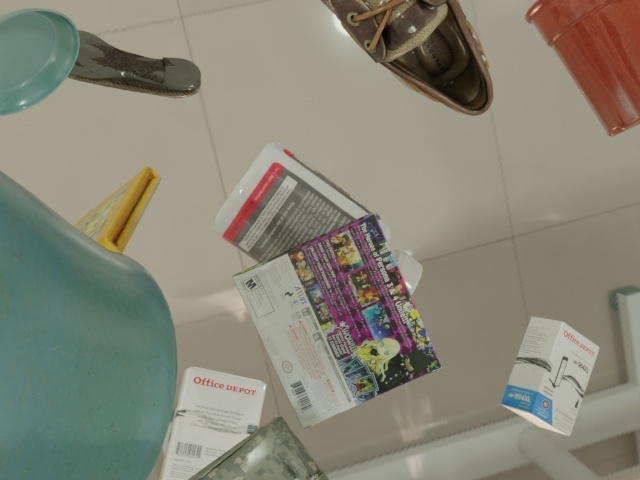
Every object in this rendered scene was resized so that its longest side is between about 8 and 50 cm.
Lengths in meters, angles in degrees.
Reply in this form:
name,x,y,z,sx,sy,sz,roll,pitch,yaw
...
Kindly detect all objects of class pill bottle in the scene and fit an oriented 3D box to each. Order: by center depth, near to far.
name,x,y,z,sx,sy,sz,roll,pitch,yaw
pill bottle,0.000,0.000,1.190,0.318,0.176,0.176,36,90,-6

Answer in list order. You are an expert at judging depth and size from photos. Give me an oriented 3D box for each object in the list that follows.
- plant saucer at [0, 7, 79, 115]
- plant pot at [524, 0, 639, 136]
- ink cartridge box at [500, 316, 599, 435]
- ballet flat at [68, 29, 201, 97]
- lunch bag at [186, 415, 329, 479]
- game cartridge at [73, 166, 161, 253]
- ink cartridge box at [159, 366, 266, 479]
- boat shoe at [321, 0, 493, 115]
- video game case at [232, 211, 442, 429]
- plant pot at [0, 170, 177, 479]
name,x,y,z,sx,sy,sz,roll,pitch,yaw
plant saucer,-0.272,-0.163,0.664,0.119,0.119,0.021,-43,76,-3
plant pot,0.541,-0.342,1.294,0.272,0.272,0.265,-25,86,-7
ink cartridge box,0.481,0.281,1.551,0.148,0.086,0.203,32,75,-31
ballet flat,-0.306,-0.259,1.125,0.249,0.058,0.084,8,69,-17
lunch bag,-0.092,0.398,0.887,0.305,0.212,0.256,-31,79,-31
game cartridge,-0.489,0.007,1.543,0.323,0.285,0.053,-31,116,24
ink cartridge box,-0.223,0.398,1.545,0.171,0.100,0.237,14,72,-12
boat shoe,0.073,-0.228,0.703,0.123,0.123,0.342,-39,139,10
video game case,0.023,0.108,1.004,0.210,0.042,0.232,-25,95,2
plant pot,-0.226,0.065,0.388,0.255,0.271,0.272,21,95,-47
